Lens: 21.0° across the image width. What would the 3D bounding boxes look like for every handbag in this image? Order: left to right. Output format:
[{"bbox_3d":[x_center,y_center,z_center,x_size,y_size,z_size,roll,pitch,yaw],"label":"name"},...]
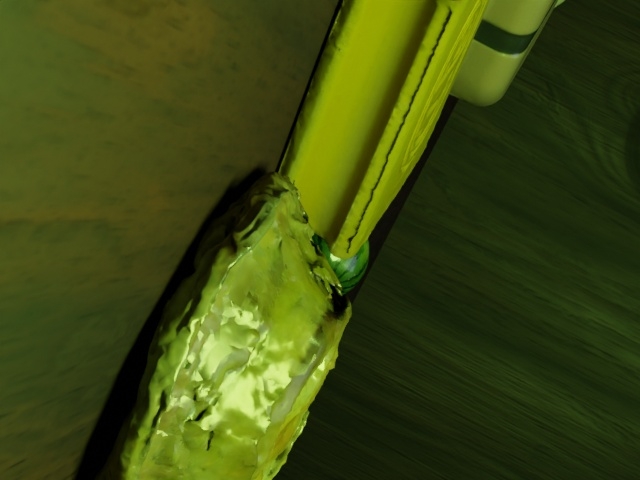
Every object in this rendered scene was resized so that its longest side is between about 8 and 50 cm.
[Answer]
[{"bbox_3d":[0.185,-0.304,1.647,0.302,0.149,0.283,-54,169,-46],"label":"handbag"}]

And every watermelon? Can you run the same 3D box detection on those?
[{"bbox_3d":[-0.002,0.006,1.685,0.109,0.109,0.109,-61,175,-9],"label":"watermelon"}]

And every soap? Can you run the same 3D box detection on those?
[{"bbox_3d":[0.067,-0.159,1.470,0.204,0.096,0.324,-57,172,-43],"label":"soap"}]

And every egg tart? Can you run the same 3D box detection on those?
[{"bbox_3d":[-0.070,0.110,1.371,0.341,0.129,0.341,-60,173,-12],"label":"egg tart"}]

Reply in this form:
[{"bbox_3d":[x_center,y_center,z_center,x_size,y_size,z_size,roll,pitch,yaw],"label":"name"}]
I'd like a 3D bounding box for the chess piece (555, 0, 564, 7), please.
[{"bbox_3d":[0.249,-0.389,1.977,0.143,0.142,0.261,-59,168,-30],"label":"chess piece"}]
